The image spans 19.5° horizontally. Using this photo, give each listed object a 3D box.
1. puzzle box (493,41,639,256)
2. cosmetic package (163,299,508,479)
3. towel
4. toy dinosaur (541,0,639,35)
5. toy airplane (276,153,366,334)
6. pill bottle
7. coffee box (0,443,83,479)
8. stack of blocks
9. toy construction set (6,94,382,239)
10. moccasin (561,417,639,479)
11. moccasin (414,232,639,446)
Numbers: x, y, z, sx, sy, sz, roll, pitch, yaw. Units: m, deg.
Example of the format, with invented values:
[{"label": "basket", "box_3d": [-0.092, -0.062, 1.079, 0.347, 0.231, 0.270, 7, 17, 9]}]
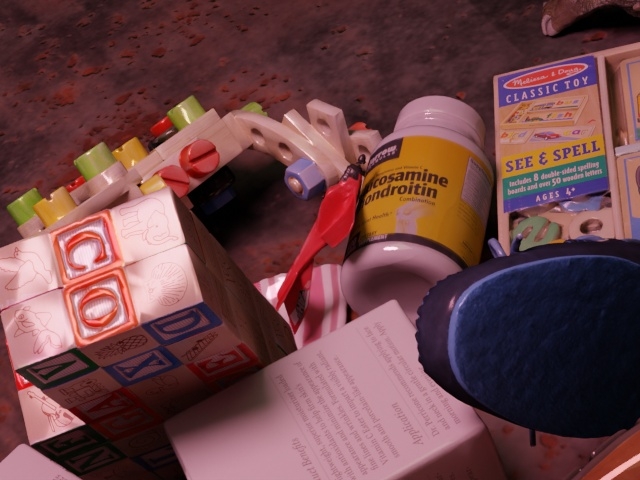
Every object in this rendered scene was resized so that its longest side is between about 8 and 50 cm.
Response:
[{"label": "puzzle box", "box_3d": [0.337, -0.077, 1.440, 0.409, 0.052, 0.272, -13, 39, 14]}, {"label": "cosmetic package", "box_3d": [0.020, 0.170, 1.235, 0.183, 0.151, 0.151, -27, 39, -5]}, {"label": "towel", "box_3d": [-0.073, 0.088, 1.479, 0.197, 0.029, 0.144, -14, 40, 12]}, {"label": "toy dinosaur", "box_3d": [0.324, -0.241, 1.586, 0.313, 0.121, 0.160, -17, 52, 16]}, {"label": "toy airplane", "box_3d": [0.000, 0.000, 1.441, 0.028, 0.151, 0.151, 24, 48, -4]}, {"label": "pill bottle", "box_3d": [0.080, -0.024, 1.461, 0.103, 0.103, 0.184, -6, 46, 22]}, {"label": "coffee box", "box_3d": [-0.110, 0.270, 1.176, 0.297, 0.168, 0.119, 23, 58, 42]}, {"label": "stack of blocks", "box_3d": [-0.125, 0.082, 1.289, 0.171, 0.297, 0.087, -21, 66, 6]}, {"label": "toy construction set", "box_3d": [-0.112, -0.043, 1.529, 0.327, 0.151, 0.215, -21, -2, -28]}, {"label": "moccasin", "box_3d": [0.247, 0.169, 1.098, 0.380, 0.139, 0.147, -38, 54, 5]}, {"label": "moccasin", "box_3d": [0.183, 0.063, 1.226, 0.342, 0.138, 0.117, 5, 8, -40]}]
